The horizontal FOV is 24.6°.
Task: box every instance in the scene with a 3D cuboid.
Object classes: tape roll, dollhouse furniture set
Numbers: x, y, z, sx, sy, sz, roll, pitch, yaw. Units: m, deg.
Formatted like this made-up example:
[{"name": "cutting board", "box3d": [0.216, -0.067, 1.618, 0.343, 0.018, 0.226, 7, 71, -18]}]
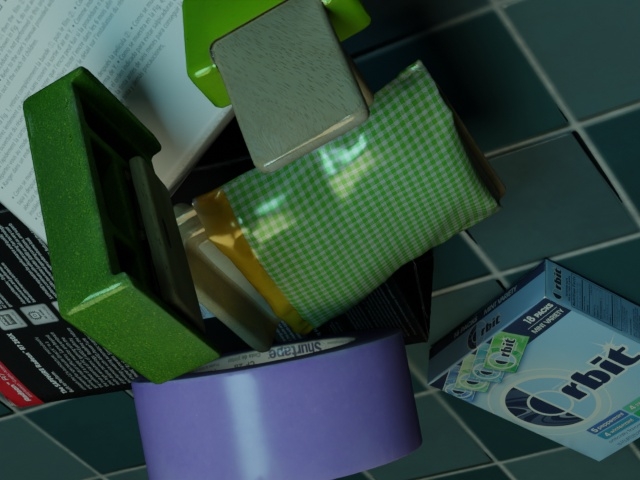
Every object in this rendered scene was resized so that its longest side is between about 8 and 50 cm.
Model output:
[{"name": "tape roll", "box3d": [-0.029, 0.115, 0.998, 0.189, 0.080, 0.189, -10, -179, 0]}, {"name": "dollhouse furniture set", "box3d": [0.000, 0.000, 0.847, 0.197, 0.151, 0.301, -28, 145, 11]}]

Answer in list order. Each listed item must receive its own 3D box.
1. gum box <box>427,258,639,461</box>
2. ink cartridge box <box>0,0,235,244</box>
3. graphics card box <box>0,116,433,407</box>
[{"name": "gum box", "box3d": [0.207, 0.103, 1.203, 0.184, 0.041, 0.157, 26, 137, -20]}, {"name": "ink cartridge box", "box3d": [-0.152, -0.160, 0.884, 0.261, 0.066, 0.296, 42, 123, -1]}, {"name": "graphics card box", "box3d": [-0.124, 0.007, 1.097, 0.371, 0.094, 0.233, -11, 137, 22]}]
